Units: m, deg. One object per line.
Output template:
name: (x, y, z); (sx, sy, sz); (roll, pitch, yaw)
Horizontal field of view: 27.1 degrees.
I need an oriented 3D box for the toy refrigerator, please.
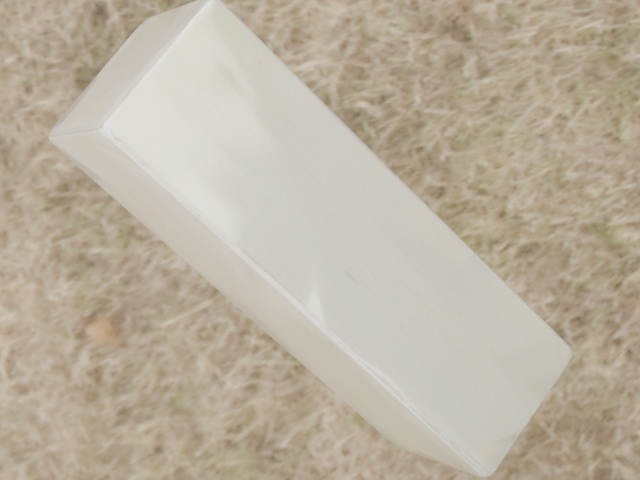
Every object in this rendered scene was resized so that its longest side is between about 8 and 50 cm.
toy refrigerator: (0.000, 0.000, 0.685); (0.269, 0.094, 0.102); (42, 165, -20)
